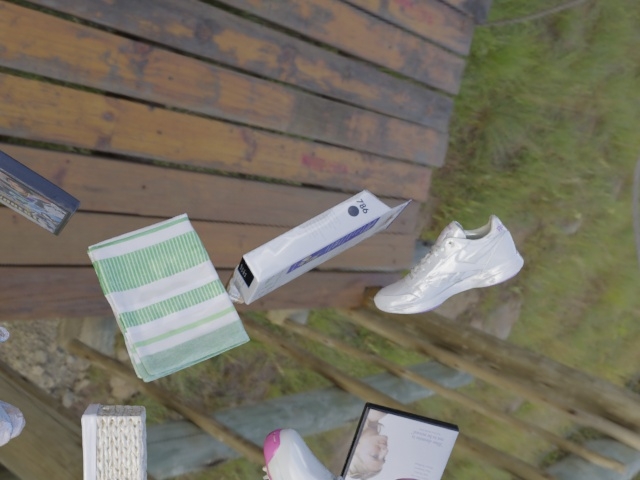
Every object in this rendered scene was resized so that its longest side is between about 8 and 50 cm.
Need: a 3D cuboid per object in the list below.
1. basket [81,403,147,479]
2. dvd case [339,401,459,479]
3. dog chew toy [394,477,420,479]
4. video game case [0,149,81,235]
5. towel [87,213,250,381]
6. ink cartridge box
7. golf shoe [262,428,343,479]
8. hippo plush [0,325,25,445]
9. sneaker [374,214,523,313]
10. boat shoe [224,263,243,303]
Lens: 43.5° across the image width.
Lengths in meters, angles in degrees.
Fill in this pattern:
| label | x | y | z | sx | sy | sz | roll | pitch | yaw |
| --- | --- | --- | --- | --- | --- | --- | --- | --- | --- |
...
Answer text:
| label | x | y | z | sx | sy | sz | roll | pitch | yaw |
| --- | --- | --- | --- | --- | --- | --- | --- | --- | --- |
| basket | -0.364 | 0.378 | 1.426 | 0.103 | 0.113 | 0.167 | -2 | 89 | -9 |
| dvd case | 0.133 | 0.434 | 1.495 | 0.022 | 0.180 | 0.253 | -95 | -159 | -73 |
| dog chew toy | 0.120 | 0.489 | 1.069 | 0.206 | 0.207 | 0.331 | 46 | 40 | -51 |
| video game case | -0.620 | -0.114 | 1.590 | 0.275 | 0.248 | 0.035 | 34 | 68 | -16 |
| towel | -0.330 | 0.116 | 1.721 | 0.248 | 0.324 | 0.038 | -21 | 163 | -22 |
| ink cartridge box | 0.000 | 0.000 | 1.485 | 0.333 | 0.065 | 0.165 | -27 | 169 | -20 |
| golf shoe | 0.051 | 0.331 | 0.899 | 0.140 | 0.306 | 0.115 | -34 | 173 | 7 |
| hippo plush | -0.750 | 0.303 | 1.765 | 0.234 | 0.294 | 0.236 | 16 | 95 | -9 |
| sneaker | 0.241 | 0.046 | 1.605 | 0.305 | 0.114 | 0.152 | -23 | 105 | 6 |
| boat shoe | -0.190 | 0.107 | 1.884 | 0.063 | 0.059 | 0.170 | -60 | -174 | 19 |
